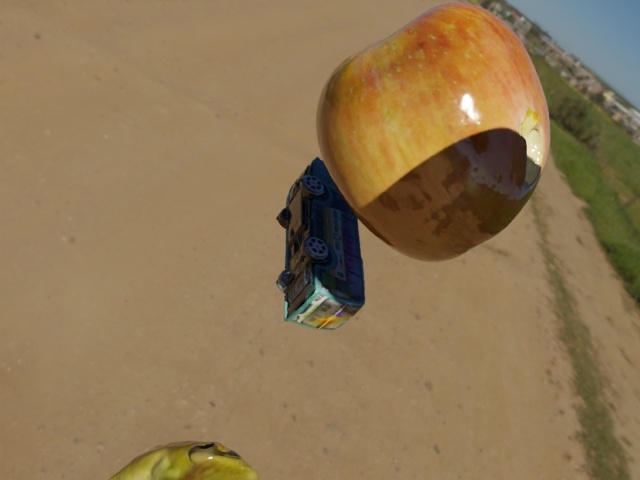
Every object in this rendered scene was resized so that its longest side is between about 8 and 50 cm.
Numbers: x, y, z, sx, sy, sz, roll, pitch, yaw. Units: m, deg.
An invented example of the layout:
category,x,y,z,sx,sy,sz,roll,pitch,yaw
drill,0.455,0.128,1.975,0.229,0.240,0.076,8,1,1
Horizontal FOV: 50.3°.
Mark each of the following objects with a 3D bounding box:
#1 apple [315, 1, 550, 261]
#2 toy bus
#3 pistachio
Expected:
category,x,y,z,sx,sy,sz,roll,pitch,yaw
apple,0.124,-0.110,0.731,0.241,0.242,0.242,60,21,-12
toy bus,0.000,0.000,0.927,0.109,0.091,0.261,23,43,-24
pistachio,-0.102,0.165,0.437,0.090,0.173,0.049,13,39,-29
